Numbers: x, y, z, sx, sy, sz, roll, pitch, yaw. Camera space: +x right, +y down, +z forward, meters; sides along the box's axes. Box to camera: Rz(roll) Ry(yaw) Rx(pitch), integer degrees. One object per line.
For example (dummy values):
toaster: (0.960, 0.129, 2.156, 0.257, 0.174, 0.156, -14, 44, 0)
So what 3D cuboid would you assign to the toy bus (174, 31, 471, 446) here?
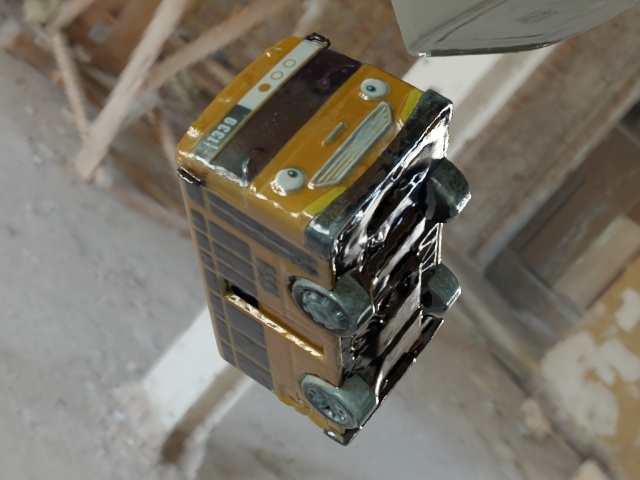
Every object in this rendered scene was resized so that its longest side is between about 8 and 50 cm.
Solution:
toy bus: (0.000, 0.000, 0.646, 0.114, 0.098, 0.201, 31, -26, 21)

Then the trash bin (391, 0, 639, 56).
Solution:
trash bin: (0.131, -0.278, 0.982, 0.219, 0.220, 0.250, -9, 82, -34)
